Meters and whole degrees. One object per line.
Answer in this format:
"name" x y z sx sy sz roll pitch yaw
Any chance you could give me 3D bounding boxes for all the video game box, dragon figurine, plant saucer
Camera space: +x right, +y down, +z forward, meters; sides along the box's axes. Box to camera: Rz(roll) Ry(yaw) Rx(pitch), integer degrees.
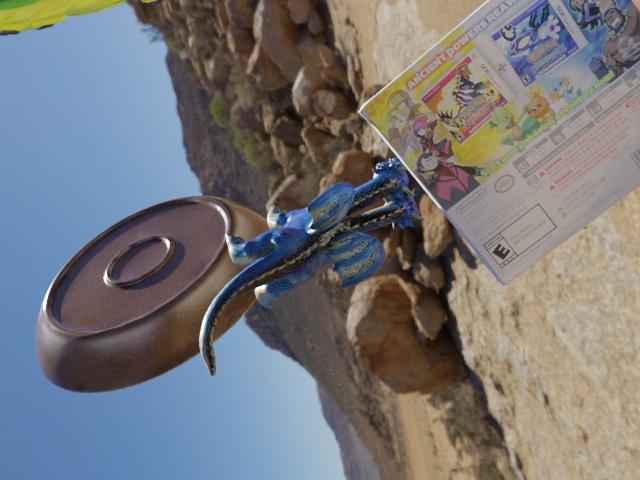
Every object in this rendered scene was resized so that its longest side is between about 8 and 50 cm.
"video game box" 0.166 -0.098 0.457 0.187 0.205 0.048 50 -170 -10
"dragon figurine" 0.000 0.000 0.525 0.085 0.144 0.289 64 -147 -11
"plant saucer" -0.204 0.038 0.684 0.310 0.311 0.050 -101 -10 -56

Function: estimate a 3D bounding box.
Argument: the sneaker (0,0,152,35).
"sneaker" -0.151 -0.239 0.407 0.110 0.296 0.123 33 143 27
